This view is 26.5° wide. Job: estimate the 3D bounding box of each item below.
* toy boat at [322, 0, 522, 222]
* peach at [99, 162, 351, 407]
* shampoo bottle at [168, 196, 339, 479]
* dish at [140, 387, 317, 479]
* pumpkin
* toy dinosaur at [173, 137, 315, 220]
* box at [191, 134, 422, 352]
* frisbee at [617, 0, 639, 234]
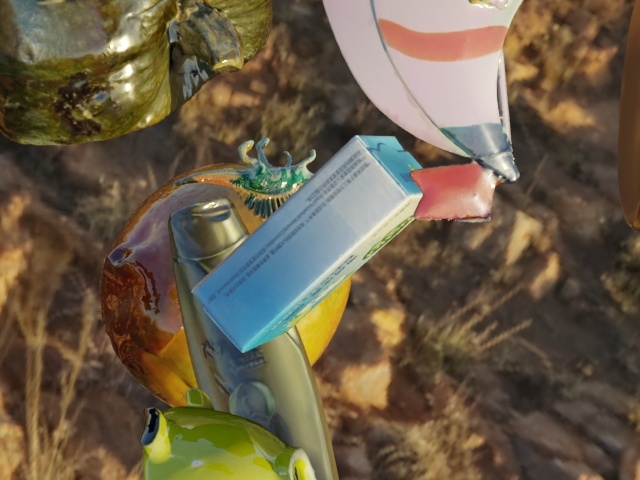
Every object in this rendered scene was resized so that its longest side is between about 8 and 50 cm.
[{"bbox_3d":[0.052,-0.174,0.821,0.219,0.318,0.072,10,16,-17],"label":"toy boat"},{"bbox_3d":[-0.131,0.070,1.881,0.290,0.372,0.372,29,41,34],"label":"peach"},{"bbox_3d":[-0.082,0.124,1.519,0.125,0.084,0.350,-18,83,6],"label":"shampoo bottle"},{"bbox_3d":[-0.050,0.244,1.102,0.108,0.221,0.262,-14,87,9],"label":"dish"},{"bbox_3d":[-0.150,-0.196,1.160,0.222,0.139,0.317,14,31,29],"label":"pumpkin"},{"bbox_3d":[-0.067,-0.064,1.598,0.187,0.044,0.106,-29,83,-31],"label":"toy dinosaur"},{"bbox_3d":[-0.001,0.000,1.155,0.073,0.194,0.139,49,14,8],"label":"box"},{"bbox_3d":[0.288,-0.129,1.196,0.021,0.251,0.251,4,46,5],"label":"frisbee"}]
